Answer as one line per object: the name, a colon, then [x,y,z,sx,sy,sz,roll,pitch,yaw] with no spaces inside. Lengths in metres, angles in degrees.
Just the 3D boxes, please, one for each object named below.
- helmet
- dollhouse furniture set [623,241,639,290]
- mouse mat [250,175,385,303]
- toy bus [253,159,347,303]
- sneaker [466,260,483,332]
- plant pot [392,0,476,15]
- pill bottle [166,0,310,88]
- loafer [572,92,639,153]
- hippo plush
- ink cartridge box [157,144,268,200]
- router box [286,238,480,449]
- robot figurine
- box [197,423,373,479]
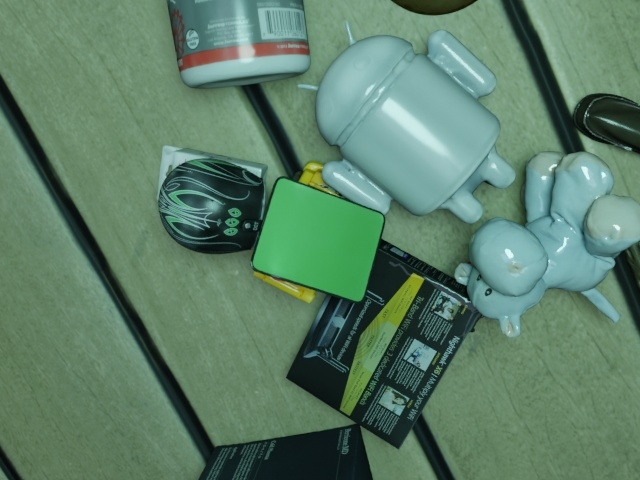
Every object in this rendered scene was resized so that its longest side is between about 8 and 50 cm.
helmet: [-0.180,-0.056,0.939,0.161,0.169,0.169,10,105,-16]
dollhouse furniture set: [0.587,0.031,0.922,0.129,0.184,0.129,-24,100,11]
mouse mat: [0.000,0.000,0.882,0.189,0.007,0.153,19,79,-14]
toy bus: [-0.022,-0.009,0.969,0.149,0.211,0.220,28,103,1]
sneaker: [0.283,0.097,1.048,0.065,0.061,0.158,14,107,-25]
plant pot: [0.178,-0.460,0.817,0.237,0.254,0.237,1,104,5]
pill bottle: [-0.139,-0.429,0.882,0.210,0.210,0.363,-6,102,8]
loafer: [0.522,-0.180,0.934,0.220,0.078,0.080,19,105,1]
hippo plush: [0.324,0.009,0.913,0.236,0.234,0.294,-22,140,-5]
ink cartridge box: [-0.204,-0.097,1.040,0.198,0.067,0.115,12,105,3]
router box: [0.111,0.175,1.034,0.243,0.081,0.309,30,107,13]
robot figurine: [0.135,-0.178,0.914,0.353,0.200,0.300,40,98,-3]
box: [-0.069,0.510,1.027,0.312,0.343,0.179,-13,100,10]
